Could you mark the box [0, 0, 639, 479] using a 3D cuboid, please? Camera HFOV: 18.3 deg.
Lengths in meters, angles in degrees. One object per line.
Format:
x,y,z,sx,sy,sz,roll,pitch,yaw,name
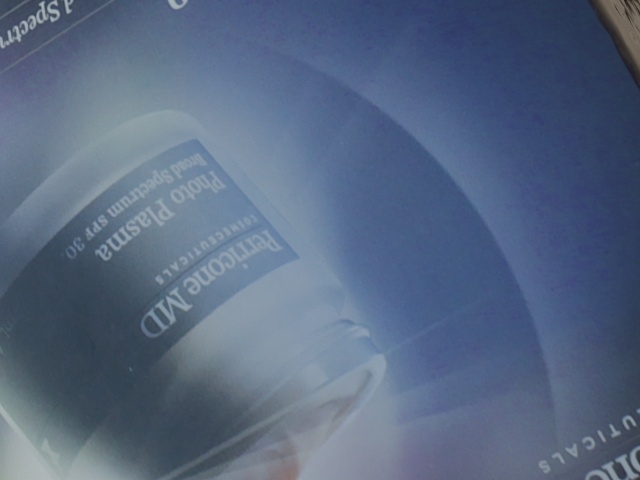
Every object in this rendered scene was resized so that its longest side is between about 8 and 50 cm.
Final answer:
0.000,0.000,0.752,0.296,0.294,0.183,-31,-5,16,box
